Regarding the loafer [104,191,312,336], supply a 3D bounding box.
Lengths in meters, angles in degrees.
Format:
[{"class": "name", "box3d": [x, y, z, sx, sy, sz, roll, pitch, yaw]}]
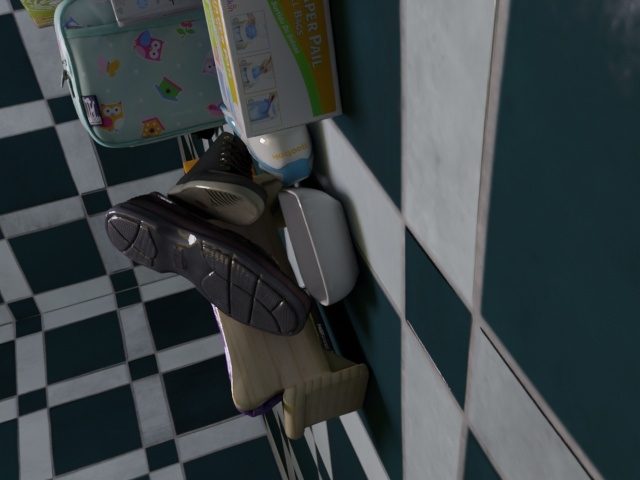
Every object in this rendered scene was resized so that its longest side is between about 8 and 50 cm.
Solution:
[{"class": "loafer", "box3d": [-0.133, 0.015, 0.936, 0.302, 0.095, 0.109, 26, 132, 15]}]

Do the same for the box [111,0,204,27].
[{"class": "box", "box3d": [-0.184, -0.363, 0.920, 0.038, 0.186, 0.145, -178, 71, -77]}]

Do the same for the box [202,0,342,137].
[{"class": "box", "box3d": [-0.054, -0.222, 0.711, 0.114, 0.103, 0.203, -124, 22, -56]}]

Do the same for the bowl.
[{"class": "bowl", "box3d": [0.000, 0.000, 0.869, 0.142, 0.053, 0.142, -161, 54, -74]}]

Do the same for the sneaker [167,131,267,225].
[{"class": "sneaker", "box3d": [-0.118, -0.090, 0.939, 0.083, 0.118, 0.222, 42, 162, -29]}]

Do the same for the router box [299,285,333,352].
[{"class": "router box", "box3d": [-0.018, 0.149, 1.184, 0.092, 0.038, 0.123, 97, 154, -60]}]

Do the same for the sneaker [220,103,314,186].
[{"class": "sneaker", "box3d": [-0.070, -0.139, 0.938, 0.229, 0.087, 0.092, -122, 12, -63]}]

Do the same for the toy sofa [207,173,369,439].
[{"class": "toy sofa", "box3d": [-0.076, 0.089, 1.041, 0.150, 0.177, 0.363, 92, 158, -59]}]

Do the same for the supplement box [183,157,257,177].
[{"class": "supplement box", "box3d": [-0.185, -0.052, 1.459, 0.194, 0.129, 0.191, 114, 139, -71]}]

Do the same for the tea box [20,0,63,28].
[{"class": "tea box", "box3d": [-0.402, -0.561, 1.305, 0.323, 0.328, 0.220, -176, 70, -78]}]

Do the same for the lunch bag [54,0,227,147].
[{"class": "lunch bag", "box3d": [-0.227, -0.261, 1.020, 0.108, 0.279, 0.224, -136, 34, -60]}]

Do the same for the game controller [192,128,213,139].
[{"class": "game controller", "box3d": [-0.323, -0.320, 1.704, 0.319, 0.166, 0.067, 134, 152, -76]}]
